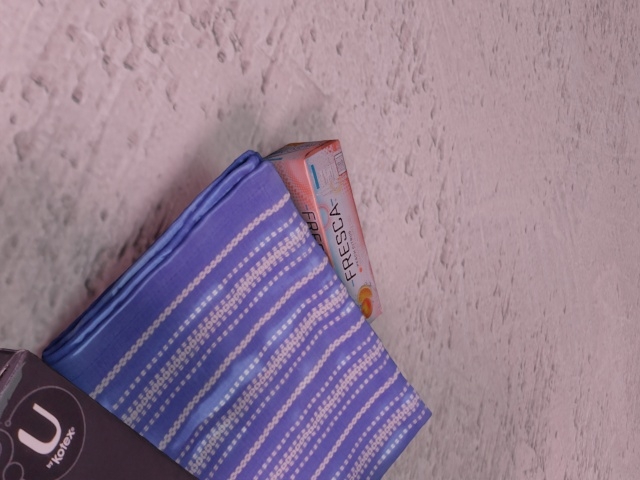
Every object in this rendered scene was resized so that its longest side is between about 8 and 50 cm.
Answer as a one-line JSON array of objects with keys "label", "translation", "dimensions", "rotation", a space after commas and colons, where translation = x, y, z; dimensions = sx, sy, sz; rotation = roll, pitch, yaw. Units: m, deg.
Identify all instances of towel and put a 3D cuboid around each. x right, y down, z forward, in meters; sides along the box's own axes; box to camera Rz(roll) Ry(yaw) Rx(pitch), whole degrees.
[{"label": "towel", "translation": [-0.042, 0.123, 0.701], "dimensions": [0.243, 0.040, 0.336], "rotation": [-49, 122, -28]}]

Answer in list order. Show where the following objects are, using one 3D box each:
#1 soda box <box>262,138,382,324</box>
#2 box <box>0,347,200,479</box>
[{"label": "soda box", "translation": [0.000, 0.000, 0.801], "dimensions": [0.058, 0.063, 0.183], "rotation": [-35, 116, -46]}, {"label": "box", "translation": [-0.159, 0.183, 0.488], "dimensions": [0.270, 0.165, 0.143], "rotation": [52, 50, -40]}]
